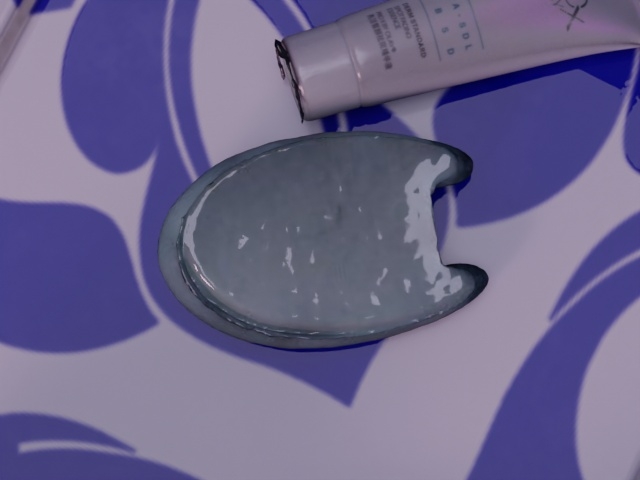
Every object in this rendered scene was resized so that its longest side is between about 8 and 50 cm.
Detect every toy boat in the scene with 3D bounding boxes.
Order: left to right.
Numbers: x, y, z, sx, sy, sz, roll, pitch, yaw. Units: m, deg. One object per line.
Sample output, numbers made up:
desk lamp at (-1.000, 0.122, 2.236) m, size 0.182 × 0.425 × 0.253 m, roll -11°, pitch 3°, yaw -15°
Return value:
toy boat at (0.000, 0.000, 1.092) m, size 0.207 × 0.079 × 0.134 m, roll -9°, pitch 92°, yaw -8°

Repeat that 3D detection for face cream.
face cream at (0.093, -0.134, 1.102) m, size 0.243 × 0.058 × 0.092 m, roll -18°, pitch 79°, yaw -5°
